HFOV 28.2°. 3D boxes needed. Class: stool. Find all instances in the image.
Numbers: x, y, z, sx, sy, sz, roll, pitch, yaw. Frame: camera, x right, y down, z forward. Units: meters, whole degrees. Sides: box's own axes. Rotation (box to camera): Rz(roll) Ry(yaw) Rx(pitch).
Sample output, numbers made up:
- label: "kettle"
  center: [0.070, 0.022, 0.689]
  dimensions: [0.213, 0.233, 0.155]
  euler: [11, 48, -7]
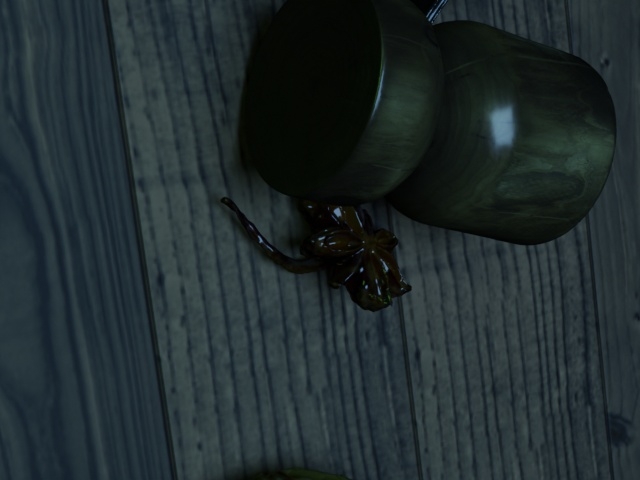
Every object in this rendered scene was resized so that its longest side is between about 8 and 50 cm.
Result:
- label: "stool"
  center: [0.094, -0.101, 1.061]
  dimensions: [0.264, 0.179, 0.179]
  euler: [11, 86, -36]

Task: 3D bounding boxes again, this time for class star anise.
- label: "star anise"
  center: [0.000, 0.000, 1.078]
  dimensions: [0.191, 0.070, 0.097]
  euler: [34, 47, -29]

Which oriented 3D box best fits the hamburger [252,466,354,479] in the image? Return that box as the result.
- label: "hamburger"
  center: [-0.032, 0.303, 1.013]
  dimensions: [0.309, 0.132, 0.211]
  euler: [-36, 94, -33]

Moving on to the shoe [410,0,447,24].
- label: "shoe"
  center: [0.121, -0.228, 1.150]
  dimensions: [0.053, 0.062, 0.159]
  euler: [43, 76, -30]
